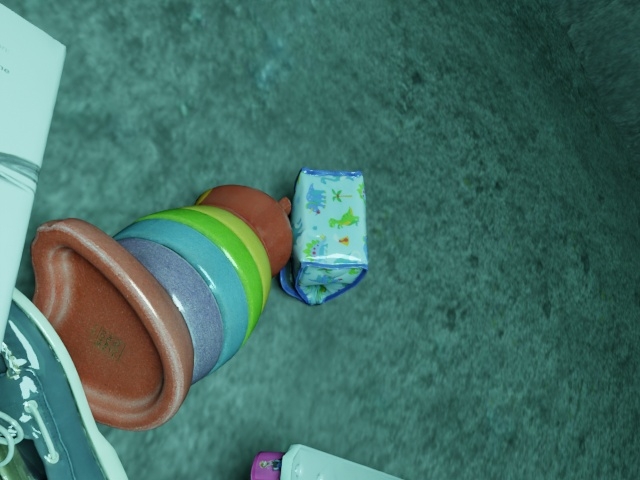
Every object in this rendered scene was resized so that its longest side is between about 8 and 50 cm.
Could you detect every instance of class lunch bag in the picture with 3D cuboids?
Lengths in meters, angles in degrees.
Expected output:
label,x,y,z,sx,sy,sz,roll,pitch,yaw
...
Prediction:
label,x,y,z,sx,sy,sz,roll,pitch,yaw
lunch bag,0.000,0.000,0.743,0.096,0.151,0.129,3,68,-7

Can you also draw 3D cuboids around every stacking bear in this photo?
label,x,y,z,sx,sy,sz,roll,pitch,yaw
stacking bear,-0.121,0.031,0.587,0.164,0.175,0.289,37,32,4

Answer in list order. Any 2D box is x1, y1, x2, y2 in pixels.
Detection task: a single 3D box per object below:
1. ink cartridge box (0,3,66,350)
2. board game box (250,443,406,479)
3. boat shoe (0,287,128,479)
label,x,y,z,sx,sy,sz,roll,pitch,yaw
ink cartridge box,-0.267,0.018,0.322,0.129,0.223,0.308,30,39,-39
board game box,0.022,0.427,0.582,0.390,0.050,0.390,45,45,-53
boat shoe,-0.238,0.141,0.469,0.079,0.095,0.255,-44,118,-57
